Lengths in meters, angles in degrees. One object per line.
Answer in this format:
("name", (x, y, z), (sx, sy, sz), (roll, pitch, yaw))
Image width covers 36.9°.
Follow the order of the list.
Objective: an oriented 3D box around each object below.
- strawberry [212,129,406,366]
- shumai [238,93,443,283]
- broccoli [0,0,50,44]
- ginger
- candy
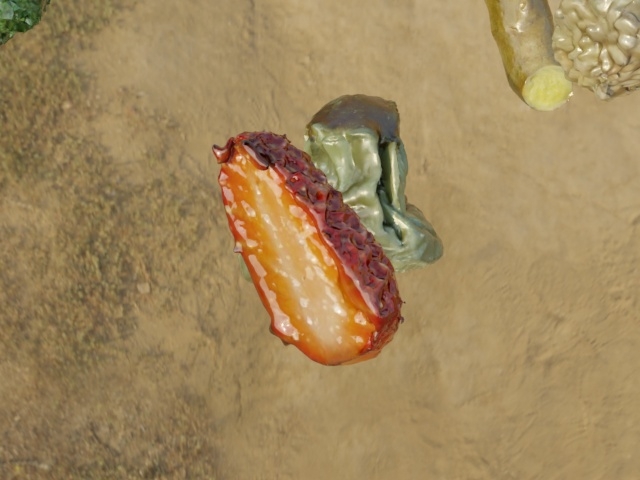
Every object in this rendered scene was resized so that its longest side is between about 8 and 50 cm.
("strawberry", (0.000, 0.000, 0.689), (0.082, 0.121, 0.188), (-30, 97, -40))
("shumai", (0.015, -0.054, 1.165), (0.225, 0.261, 0.221), (-9, 85, -53))
("broccoli", (-0.194, -0.245, 0.467), (0.308, 0.275, 0.307), (-6, 79, 34))
("ginger", (0.178, -0.265, 0.911), (0.065, 0.118, 0.298), (-12, 86, 5))
("candy", (0.201, -0.134, 0.582), (0.110, 0.095, 0.085), (-27, 66, -7))
